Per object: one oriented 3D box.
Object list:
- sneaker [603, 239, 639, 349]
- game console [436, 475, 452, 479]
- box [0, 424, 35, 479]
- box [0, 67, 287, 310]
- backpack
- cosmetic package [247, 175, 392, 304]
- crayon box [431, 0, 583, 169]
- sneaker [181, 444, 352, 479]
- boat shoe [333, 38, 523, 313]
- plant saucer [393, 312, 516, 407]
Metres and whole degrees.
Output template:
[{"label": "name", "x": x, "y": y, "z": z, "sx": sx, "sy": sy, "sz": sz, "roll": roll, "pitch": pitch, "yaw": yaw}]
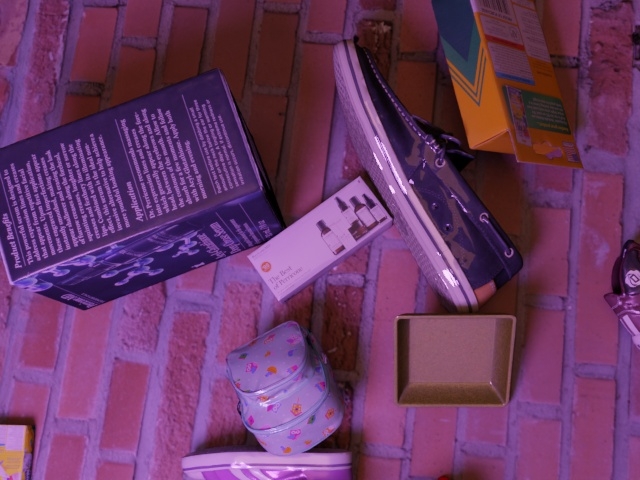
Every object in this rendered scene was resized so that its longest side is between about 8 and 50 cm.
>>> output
[{"label": "sneaker", "x": 0.584, "y": 0.038, "z": 1.288, "sx": 0.281, "sy": 0.106, "sz": 0.163, "roll": -38, "pitch": 75, "yaw": -3}, {"label": "game console", "x": 0.220, "y": 0.474, "z": 1.269, "sx": 0.124, "sy": 0.085, "sz": 0.144, "roll": 24, "pitch": 79, "yaw": 41}, {"label": "box", "x": -0.543, "y": 0.401, "z": 1.332, "sx": 0.105, "sy": 0.043, "sz": 0.179, "roll": 1, "pitch": 76, "yaw": 4}, {"label": "box", "x": -0.284, "y": -0.067, "z": 1.282, "sx": 0.395, "sy": 0.293, "sz": 0.212, "roll": -20, "pitch": 77, "yaw": 0}, {"label": "backpack", "x": -0.056, "y": 0.233, "z": 1.241, "sx": 0.165, "sy": 0.144, "sz": 0.188, "roll": -26, "pitch": 44, "yaw": -2}, {"label": "cosmetic package", "x": 0.000, "y": 0.000, "z": 1.364, "sx": 0.239, "sy": 0.060, "sz": 0.099, "roll": -36, "pitch": 77, "yaw": -4}, {"label": "crayon box", "x": 0.312, "y": -0.260, "z": 1.324, "sx": 0.083, "sy": 0.203, "sz": 0.323, "roll": -26, "pitch": 71, "yaw": 44}, {"label": "sneaker", "x": -0.090, "y": 0.410, "z": 1.256, "sx": 0.281, "sy": 0.102, "sz": 0.161, "roll": 0, "pitch": 83, "yaw": 14}, {"label": "boat shoe", "x": 0.169, "y": -0.120, "z": 1.318, "sx": 0.155, "sy": 0.187, "sz": 0.500, "roll": -29, "pitch": 84, "yaw": -3}, {"label": "plant saucer", "x": 0.211, "y": 0.184, "z": 1.276, "sx": 0.188, "sy": 0.045, "sz": 0.189, "roll": -1, "pitch": 121, "yaw": 4}]
